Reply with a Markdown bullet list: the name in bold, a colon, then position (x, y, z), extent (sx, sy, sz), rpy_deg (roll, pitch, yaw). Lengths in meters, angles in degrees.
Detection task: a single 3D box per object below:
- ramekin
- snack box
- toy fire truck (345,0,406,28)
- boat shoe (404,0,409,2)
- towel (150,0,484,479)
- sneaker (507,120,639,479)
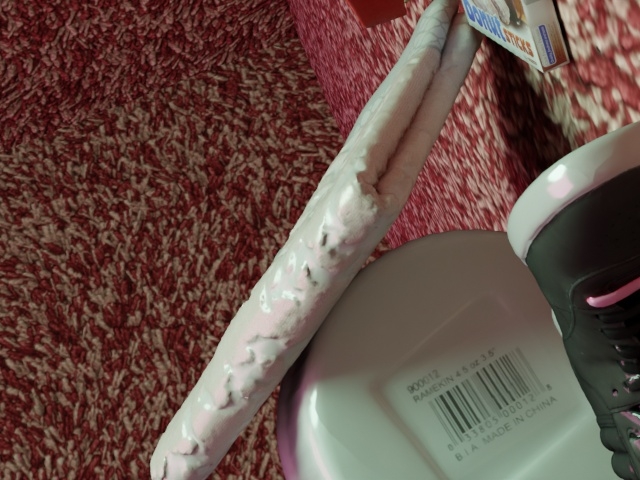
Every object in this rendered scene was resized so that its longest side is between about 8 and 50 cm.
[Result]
- **ramekin**: position (0.108, 0.124, 0.965), extent (0.135, 0.277, 0.277), rpy_deg (103, 146, -76)
- **snack box**: position (0.123, -0.163, 0.891), extent (0.178, 0.022, 0.064), rpy_deg (-115, 3, -69)
- **toy fire truck**: position (0.045, -0.216, 0.660), extent (0.047, 0.135, 0.192), rpy_deg (-113, 2, -55)
- **boat shoe**: position (0.055, -0.281, 1.262), extent (0.153, 0.048, 0.056), rpy_deg (70, 178, -60)
- **towel**: position (0.000, 0.000, 0.998), extent (0.053, 0.332, 0.317), rpy_deg (31, -142, -2)
- **sneaker**: position (0.174, 0.050, 0.658), extent (0.147, 0.104, 0.296), rpy_deg (66, -176, 24)
